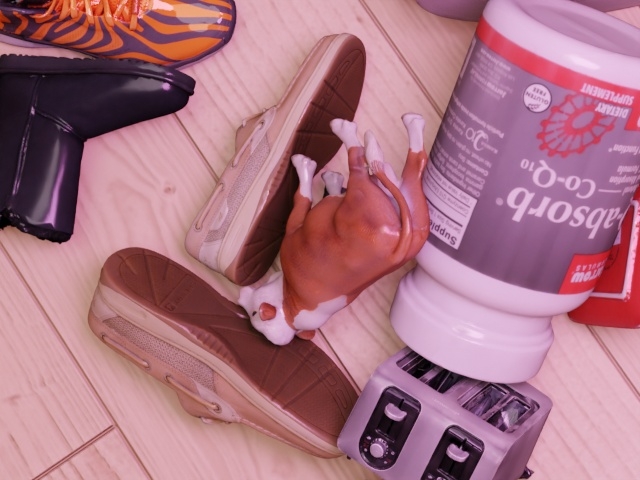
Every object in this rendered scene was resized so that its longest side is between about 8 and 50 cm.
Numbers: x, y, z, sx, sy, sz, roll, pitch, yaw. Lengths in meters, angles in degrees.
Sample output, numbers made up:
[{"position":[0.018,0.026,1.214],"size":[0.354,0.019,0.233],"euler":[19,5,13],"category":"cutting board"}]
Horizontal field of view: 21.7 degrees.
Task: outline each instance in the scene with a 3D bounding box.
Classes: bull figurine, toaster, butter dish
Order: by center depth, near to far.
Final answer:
[{"position":[0.016,-0.008,1.730],"size":[0.101,0.310,0.188],"euler":[10,68,-30],"category":"bull figurine"},{"position":[0.138,0.194,1.747],"size":[0.168,0.186,0.110],"euler":[32,117,18],"category":"toaster"},{"position":[0.348,0.018,1.771],"size":[0.118,0.160,0.159],"euler":[9,86,-22],"category":"butter dish"}]

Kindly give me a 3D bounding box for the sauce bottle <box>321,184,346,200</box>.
[{"position":[0.000,0.000,1.856],"size":[0.042,0.042,0.128],"euler":[16,89,9],"category":"sauce bottle"}]

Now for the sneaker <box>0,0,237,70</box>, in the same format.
[{"position":[-0.261,-0.261,1.848],"size":[0.321,0.180,0.124],"euler":[3,85,8],"category":"sneaker"}]

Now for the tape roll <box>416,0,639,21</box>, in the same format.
[{"position":[0.280,-0.303,1.674],"size":[0.392,0.392,0.072],"euler":[-8,84,7],"category":"tape roll"}]

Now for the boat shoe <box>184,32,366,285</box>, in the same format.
[{"position":[-0.052,-0.101,1.844],"size":[0.098,0.109,0.302],"euler":[29,93,28],"category":"boat shoe"}]

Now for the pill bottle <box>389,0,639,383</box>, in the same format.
[{"position":[0.209,-0.052,1.704],"size":[0.210,0.210,0.362],"euler":[23,112,9],"category":"pill bottle"}]

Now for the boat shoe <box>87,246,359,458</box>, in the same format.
[{"position":[-0.103,0.139,1.832],"size":[0.341,0.122,0.110],"euler":[35,126,12],"category":"boat shoe"}]

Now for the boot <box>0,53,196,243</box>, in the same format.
[{"position":[-0.267,-0.098,1.874],"size":[0.247,0.094,0.207],"euler":[5,81,15],"category":"boot"}]
